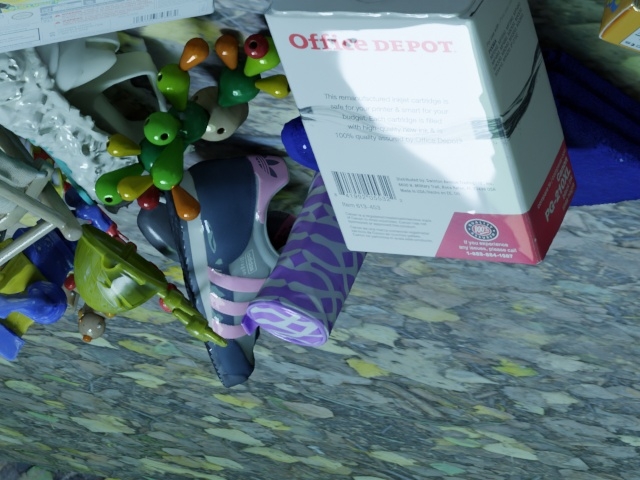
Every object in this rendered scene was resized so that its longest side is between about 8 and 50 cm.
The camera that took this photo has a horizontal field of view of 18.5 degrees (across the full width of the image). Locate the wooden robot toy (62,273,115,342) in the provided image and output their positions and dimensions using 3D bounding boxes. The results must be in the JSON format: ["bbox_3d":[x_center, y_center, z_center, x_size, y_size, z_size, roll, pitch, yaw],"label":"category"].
[{"bbox_3d":[-0.307,0.092,2.565,0.173,0.079,0.076,-6,154,46],"label":"wooden robot toy"}]

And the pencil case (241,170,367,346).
[{"bbox_3d":[0.000,0.000,1.858,0.088,0.206,0.086,9,149,26],"label":"pencil case"}]

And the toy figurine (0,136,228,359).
[{"bbox_3d":[-0.274,0.067,1.966,0.191,0.217,0.362,48,177,-33],"label":"toy figurine"}]

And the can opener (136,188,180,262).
[{"bbox_3d":[-0.103,0.019,2.153,0.076,0.095,0.283,-1,150,41],"label":"can opener"}]

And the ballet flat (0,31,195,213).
[{"bbox_3d":[-0.221,-0.151,1.732,0.147,0.147,0.409,8,164,20],"label":"ballet flat"}]

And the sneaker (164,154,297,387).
[{"bbox_3d":[-0.074,0.036,2.030,0.131,0.112,0.319,-17,143,-7],"label":"sneaker"}]

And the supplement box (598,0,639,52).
[{"bbox_3d":[0.315,-0.148,1.357,0.233,0.078,0.080,18,165,-11],"label":"supplement box"}]

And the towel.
[{"bbox_3d":[0.148,-0.088,1.693,0.308,0.076,0.228,-5,161,45],"label":"towel"}]

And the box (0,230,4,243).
[{"bbox_3d":[-0.417,-0.036,2.342,0.094,0.027,0.137,18,162,-7],"label":"box"}]

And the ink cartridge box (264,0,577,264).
[{"bbox_3d":[0.080,-0.104,1.492,0.172,0.100,0.237,4,134,28],"label":"ink cartridge box"}]

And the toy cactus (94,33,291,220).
[{"bbox_3d":[-0.099,-0.104,1.732,0.112,0.219,0.180,41,-161,7],"label":"toy cactus"}]

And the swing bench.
[{"bbox_3d":[-0.379,-0.106,1.815,0.165,0.254,0.253,-33,142,20],"label":"swing bench"}]

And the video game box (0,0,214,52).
[{"bbox_3d":[-0.179,-0.207,1.473,0.205,0.048,0.187,-12,166,-9],"label":"video game box"}]
